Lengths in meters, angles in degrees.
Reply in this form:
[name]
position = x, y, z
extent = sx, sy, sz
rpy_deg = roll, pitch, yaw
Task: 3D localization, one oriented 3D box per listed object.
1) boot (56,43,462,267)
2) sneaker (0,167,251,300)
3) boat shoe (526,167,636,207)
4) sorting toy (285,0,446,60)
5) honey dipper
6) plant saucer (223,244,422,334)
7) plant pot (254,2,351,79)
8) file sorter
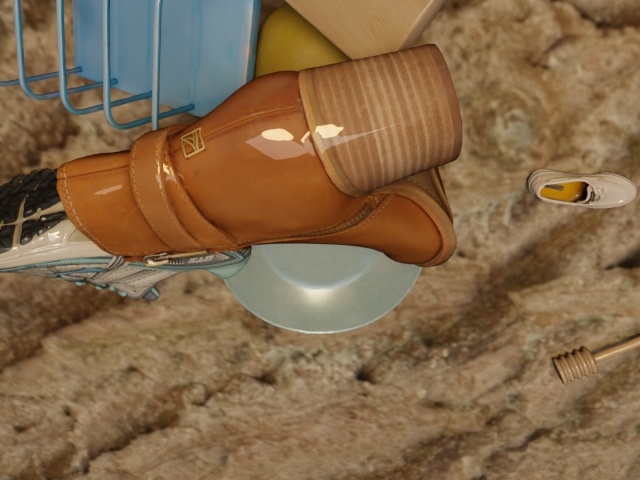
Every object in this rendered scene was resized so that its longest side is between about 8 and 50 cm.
[boot]
position = -0.022, -0.020, 0.463
extent = 0.220, 0.283, 0.108
rpy_deg = -16, 79, 4
[sneaker]
position = -0.193, 0.008, 0.580
extent = 0.283, 0.110, 0.122
rpy_deg = -6, 132, 19
[boat shoe]
position = 0.240, -0.044, 0.606
extent = 0.100, 0.035, 0.035
rpy_deg = 8, 118, -4
[sorting toy]
position = 0.031, -0.281, 0.403
extent = 0.257, 0.089, 0.255
rpy_deg = 44, 117, 10
[honey dipper]
position = 0.323, 0.109, 0.693
extent = 0.161, 0.030, 0.030
rpy_deg = -23, 116, 10
[plant saucer]
position = 0.000, 0.000, 0.627
extent = 0.195, 0.037, 0.194
rpy_deg = 0, 118, 0
[plant pot]
position = 0.001, -0.129, 0.515
extent = 0.134, 0.134, 0.095
rpy_deg = -35, 71, 17
[file sorter]
position = -0.144, -0.148, 0.471
extent = 0.170, 0.104, 0.118
rpy_deg = 21, 120, 22
